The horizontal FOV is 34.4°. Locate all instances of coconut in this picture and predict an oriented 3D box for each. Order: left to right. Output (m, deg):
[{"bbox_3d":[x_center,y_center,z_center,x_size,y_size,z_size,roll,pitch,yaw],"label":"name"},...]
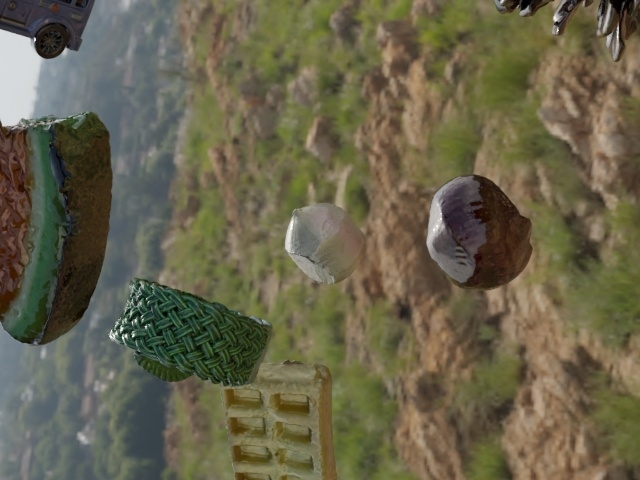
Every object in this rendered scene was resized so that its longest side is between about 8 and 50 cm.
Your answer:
[{"bbox_3d":[0.000,0.000,1.495,0.110,0.124,0.110,-38,23,19],"label":"coconut"}]

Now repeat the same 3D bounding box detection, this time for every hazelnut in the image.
[{"bbox_3d":[0.266,-0.004,1.764,0.160,0.170,0.202,-58,-39,-28],"label":"hazelnut"}]

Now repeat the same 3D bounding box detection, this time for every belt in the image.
[{"bbox_3d":[-0.107,0.087,0.870,0.151,0.121,0.079,26,-97,-65],"label":"belt"}]

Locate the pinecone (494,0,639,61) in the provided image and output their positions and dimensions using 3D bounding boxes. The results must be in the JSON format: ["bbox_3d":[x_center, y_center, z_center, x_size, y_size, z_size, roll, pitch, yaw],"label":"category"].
[{"bbox_3d":[0.313,-0.419,1.301,0.384,0.384,0.384,-171,90,-75],"label":"pinecone"}]

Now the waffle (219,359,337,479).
[{"bbox_3d":[-0.063,0.305,1.615,0.057,0.168,0.274,-64,-25,-56],"label":"waffle"}]

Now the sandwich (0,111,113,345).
[{"bbox_3d":[-0.359,-0.038,1.114,0.162,0.301,0.250,-46,-35,-67],"label":"sandwich"}]

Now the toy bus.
[{"bbox_3d":[-0.442,-0.341,1.348,0.125,0.292,0.133,38,108,35],"label":"toy bus"}]
